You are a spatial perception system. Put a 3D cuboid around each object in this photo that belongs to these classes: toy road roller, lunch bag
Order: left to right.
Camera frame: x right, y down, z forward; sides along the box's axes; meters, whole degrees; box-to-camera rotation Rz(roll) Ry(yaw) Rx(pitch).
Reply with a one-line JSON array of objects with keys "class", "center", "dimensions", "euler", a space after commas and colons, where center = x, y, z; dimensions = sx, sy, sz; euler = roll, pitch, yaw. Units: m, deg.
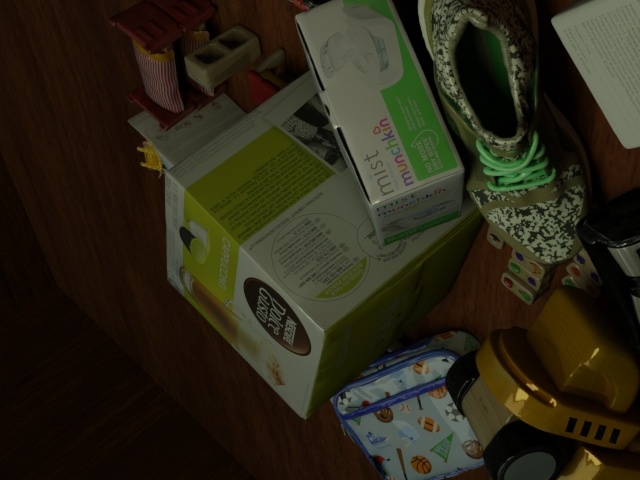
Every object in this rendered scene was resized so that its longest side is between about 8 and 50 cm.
[{"class": "lunch bag", "center": [0.173, 0.290, 1.878], "dimensions": [0.303, 0.115, 0.243], "euler": [-26, 102, 35]}, {"class": "toy road roller", "center": [0.351, 0.206, 1.441], "dimensions": [0.240, 0.330, 0.202], "euler": [-59, 30, 25]}]

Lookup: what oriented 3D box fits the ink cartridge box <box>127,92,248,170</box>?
[{"class": "ink cartridge box", "center": [-0.201, -0.174, 1.961], "dimensions": [0.232, 0.189, 0.066], "euler": [40, 149, 26]}]

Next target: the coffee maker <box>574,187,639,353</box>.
[{"class": "coffee maker", "center": [0.377, 0.039, 1.292], "dimensions": [0.171, 0.120, 0.178], "euler": [5, 128, 60]}]

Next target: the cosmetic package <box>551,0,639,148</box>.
[{"class": "cosmetic package", "center": [0.345, -0.195, 0.985], "dimensions": [0.151, 0.151, 0.184], "euler": [57, 157, -11]}]

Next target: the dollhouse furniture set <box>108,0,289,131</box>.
[{"class": "dollhouse furniture set", "center": [-0.174, -0.254, 1.840], "dimensions": [0.374, 0.152, 0.201], "euler": [39, 153, 29]}]

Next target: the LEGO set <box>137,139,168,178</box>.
[{"class": "LEGO set", "center": [-0.290, -0.215, 2.222], "dimensions": [0.132, 0.107, 0.287], "euler": [23, 159, -21]}]

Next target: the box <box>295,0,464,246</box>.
[{"class": "box", "center": [0.075, -0.151, 1.381], "dimensions": [0.231, 0.127, 0.262], "euler": [66, -177, -75]}]

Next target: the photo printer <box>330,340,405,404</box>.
[{"class": "photo printer", "center": [0.140, 0.310, 2.113], "dimensions": [0.256, 0.107, 0.307], "euler": [45, 155, 15]}]

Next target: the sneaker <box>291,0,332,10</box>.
[{"class": "sneaker", "center": [-0.042, -0.368, 1.455], "dimensions": [0.276, 0.097, 0.135], "euler": [29, -168, 12]}]

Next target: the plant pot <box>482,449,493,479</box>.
[{"class": "plant pot", "center": [0.362, 0.365, 1.665], "dimensions": [0.263, 0.263, 0.229], "euler": [109, 139, -62]}]

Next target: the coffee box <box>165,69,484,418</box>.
[{"class": "coffee box", "center": [0.000, 0.000, 1.648], "dimensions": [0.334, 0.338, 0.337], "euler": [45, 156, 17]}]

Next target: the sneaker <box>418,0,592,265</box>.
[{"class": "sneaker", "center": [0.205, -0.121, 1.243], "dimensions": [0.158, 0.182, 0.410], "euler": [-17, 117, 20]}]

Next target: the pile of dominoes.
[{"class": "pile of dominoes", "center": [0.303, 0.002, 1.475], "dimensions": [0.196, 0.040, 0.251], "euler": [41, 154, 24]}]
